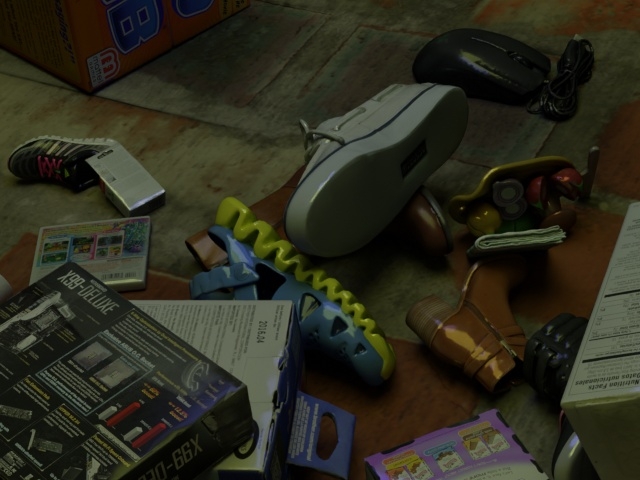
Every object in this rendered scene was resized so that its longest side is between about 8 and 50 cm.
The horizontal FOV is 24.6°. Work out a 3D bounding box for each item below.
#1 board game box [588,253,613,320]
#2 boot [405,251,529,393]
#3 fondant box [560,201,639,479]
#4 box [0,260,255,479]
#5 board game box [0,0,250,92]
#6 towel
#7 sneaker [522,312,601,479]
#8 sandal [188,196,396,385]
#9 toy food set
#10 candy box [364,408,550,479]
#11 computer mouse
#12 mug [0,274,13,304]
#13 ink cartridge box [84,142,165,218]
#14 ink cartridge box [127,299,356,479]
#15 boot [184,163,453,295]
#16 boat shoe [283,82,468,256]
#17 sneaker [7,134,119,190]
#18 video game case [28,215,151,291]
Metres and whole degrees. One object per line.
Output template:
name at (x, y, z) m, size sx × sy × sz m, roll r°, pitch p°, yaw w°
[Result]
board game box at (0.408, 0.072, 1.810) m, size 0.126 × 0.026 × 0.186 m, roll 10°, pitch 42°, yaw 20°
boot at (0.219, 0.103, 1.778) m, size 0.197 × 0.073 × 0.152 m, roll -30°, pitch 52°, yaw -28°
fondant box at (0.376, 0.140, 1.549) m, size 0.096 × 0.238 × 0.330 m, roll -11°, pitch 32°, yaw 35°
box at (-0.259, 0.168, 1.522) m, size 0.242 × 0.076 × 0.307 m, roll -35°, pitch 47°, yaw -30°
board game box at (-0.379, -0.521, 2.404) m, size 0.356 × 0.356 × 0.356 m, roll -34°, pitch 46°, yaw -31°
towel at (0.242, 0.003, 1.850) m, size 0.113 × 0.023 × 0.152 m, roll -5°, pitch -4°, yaw 0°
sneaker at (0.278, 0.178, 1.634) m, size 0.147 × 0.104 × 0.296 m, roll 13°, pitch 32°, yaw 26°
sandal at (-0.042, 0.086, 1.792) m, size 0.317 × 0.126 × 0.138 m, roll 37°, pitch 80°, yaw 29°
toy food set at (0.279, -0.045, 1.912) m, size 0.218 × 0.128 × 0.071 m, roll -13°, pitch 59°, yaw -14°
candy box at (0.160, 0.287, 1.547) m, size 0.165 × 0.070 × 0.196 m, roll -18°, pitch 39°, yaw -14°
computer mouse at (0.270, -0.275, 2.225) m, size 0.272 × 0.072 × 0.188 m, roll 10°, pitch 42°, yaw 20°
mug at (-0.448, 0.079, 1.923) m, size 0.062 × 0.078 × 0.064 m, roll 36°, pitch 58°, yaw 0°
ink cartridge box at (-0.278, -0.084, 2.084) m, size 0.063 × 0.029 × 0.115 m, roll -31°, pitch 61°, yaw -26°
ink cartridge box at (-0.165, 0.204, 1.636) m, size 0.395 × 0.151 × 0.270 m, roll -2°, pitch 40°, yaw 9°
boot at (0.000, 0.000, 1.915) m, size 0.280 × 0.096 × 0.264 m, roll -33°, pitch 54°, yaw -22°
boat shoe at (0.033, -0.108, 1.865) m, size 0.156 × 0.136 × 0.367 m, roll 15°, pitch 41°, yaw 32°
sneaker at (-0.371, -0.110, 2.127) m, size 0.170 × 0.063 × 0.075 m, roll -2°, pitch 33°, yaw -2°
video game case at (-0.311, 0.023, 1.990) m, size 0.157 × 0.019 × 0.143 m, roll -6°, pitch 38°, yaw 3°
